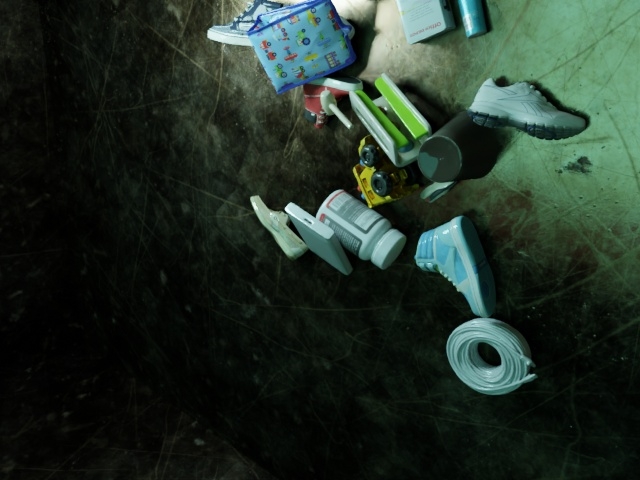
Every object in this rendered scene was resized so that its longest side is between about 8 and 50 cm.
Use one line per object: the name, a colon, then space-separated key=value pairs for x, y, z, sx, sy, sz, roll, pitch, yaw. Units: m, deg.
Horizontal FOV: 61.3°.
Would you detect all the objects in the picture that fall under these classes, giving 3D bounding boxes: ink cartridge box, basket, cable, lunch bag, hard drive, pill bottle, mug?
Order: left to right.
lunch bag: x=-0.042 y=-0.616 z=1.677 sx=0.293 sy=0.138 sz=0.221 roll=-8 pitch=133 yaw=26
hard drive: x=0.000 y=0.000 z=1.893 sx=0.203 sy=0.040 sz=0.307 roll=35 pitch=167 yaw=27
mug: x=0.074 y=-0.659 z=1.699 sx=0.064 sy=0.078 sz=0.062 roll=38 pitch=95 yaw=9
pill bottle: x=0.137 y=-0.035 z=1.826 sx=0.283 sy=0.161 sz=0.161 roll=36 pitch=127 yaw=21
ink cartridge box: x=0.289 y=-0.656 z=1.511 sx=0.127 sy=0.072 sz=0.175 roll=-9 pitch=102 yaw=40
basket: x=0.379 y=-0.245 z=1.507 sx=0.154 sy=0.227 sz=0.204 roll=-5 pitch=105 yaw=39
cable: x=0.538 y=0.367 z=1.726 sx=0.257 sy=0.089 sz=0.257 roll=50 pitch=131 yaw=12

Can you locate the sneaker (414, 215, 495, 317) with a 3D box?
sneaker: x=0.413 y=0.098 z=1.693 sx=0.208 sy=0.127 sz=0.319 roll=-19 pitch=86 yaw=39

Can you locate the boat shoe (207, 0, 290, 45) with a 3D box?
boat shoe: x=-0.242 y=-0.756 z=1.868 sx=0.340 sy=0.127 sz=0.158 roll=17 pitch=112 yaw=23

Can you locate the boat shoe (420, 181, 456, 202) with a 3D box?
boat shoe: x=0.373 y=-0.160 z=1.670 sx=0.043 sy=0.049 sz=0.137 roll=30 pitch=136 yaw=-28

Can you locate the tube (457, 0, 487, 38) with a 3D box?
tube: x=0.397 y=-0.653 z=1.448 sx=0.080 sy=0.052 sz=0.207 roll=-11 pitch=96 yaw=35

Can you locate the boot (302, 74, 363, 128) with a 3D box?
boot: x=0.040 y=-0.452 z=1.785 sx=0.244 sy=0.088 sz=0.176 roll=19 pitch=120 yaw=40

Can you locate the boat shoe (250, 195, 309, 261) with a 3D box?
boat shoe: x=-0.160 y=-0.063 z=2.100 sx=0.098 sy=0.109 sz=0.302 roll=-37 pitch=81 yaw=1

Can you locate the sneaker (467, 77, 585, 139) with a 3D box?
sneaker: x=0.544 y=-0.348 z=1.414 sx=0.297 sy=0.111 sz=0.129 roll=20 pitch=87 yaw=15

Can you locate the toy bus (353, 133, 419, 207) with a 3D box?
toy bus: x=0.181 y=-0.218 z=1.746 sx=0.211 sy=0.149 sz=0.220 roll=-25 pitch=89 yaw=57

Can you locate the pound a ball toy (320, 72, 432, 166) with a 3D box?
pound a ball toy: x=0.162 y=-0.350 z=1.614 sx=0.319 sy=0.208 sz=0.136 roll=59 pitch=176 yaw=33
